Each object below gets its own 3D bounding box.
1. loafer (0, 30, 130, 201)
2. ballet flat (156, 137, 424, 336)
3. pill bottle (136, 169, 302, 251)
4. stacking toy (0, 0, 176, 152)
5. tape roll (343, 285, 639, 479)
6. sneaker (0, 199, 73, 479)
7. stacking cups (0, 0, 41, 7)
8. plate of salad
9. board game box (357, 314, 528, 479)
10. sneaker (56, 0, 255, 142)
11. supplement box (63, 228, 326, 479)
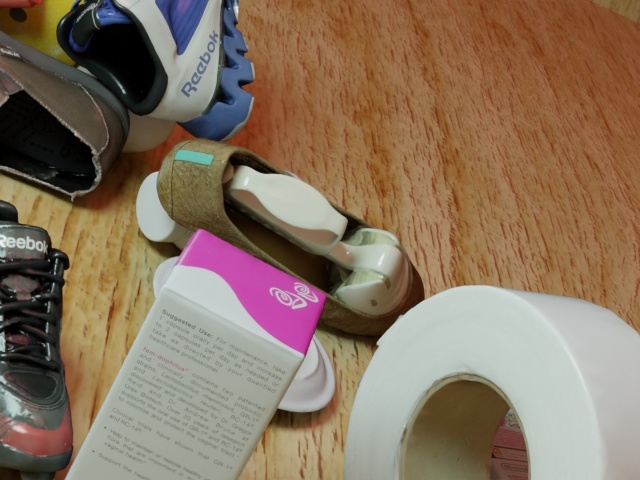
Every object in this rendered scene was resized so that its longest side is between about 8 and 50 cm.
[{"bbox_3d":[-0.349,-0.146,1.488,0.366,0.134,0.130,18,29,-22],"label":"loafer"},{"bbox_3d":[0.000,0.000,1.496,0.342,0.116,0.124,34,-23,-29],"label":"ballet flat"},{"bbox_3d":[-0.099,-0.031,1.568,0.169,0.094,0.094,3,34,-44],"label":"pill bottle"},{"bbox_3d":[-0.323,-0.291,1.676,0.480,0.350,0.350,47,27,6],"label":"stacking toy"},{"bbox_3d":[0.141,0.176,1.174,0.100,0.286,0.286,7,31,-36],"label":"tape roll"},{"bbox_3d":[-0.244,0.063,1.183,0.097,0.135,0.276,12,29,-35],"label":"sneaker"},{"bbox_3d":[-0.436,-0.262,1.540,0.316,0.096,0.096,2,26,-1],"label":"stacking cups"},{"bbox_3d":[-0.073,0.090,1.415,0.200,0.048,0.200,32,24,-16],"label":"plate of salad"},{"bbox_3d":[0.195,0.209,1.397,0.224,0.097,0.303,14,29,-31],"label":"board game box"},{"bbox_3d":[-0.174,-0.258,1.567,0.182,0.127,0.316,1,75,-50],"label":"sneaker"},{"bbox_3d":[-0.097,0.121,1.113,0.114,0.220,0.111,27,24,-2],"label":"supplement box"}]
